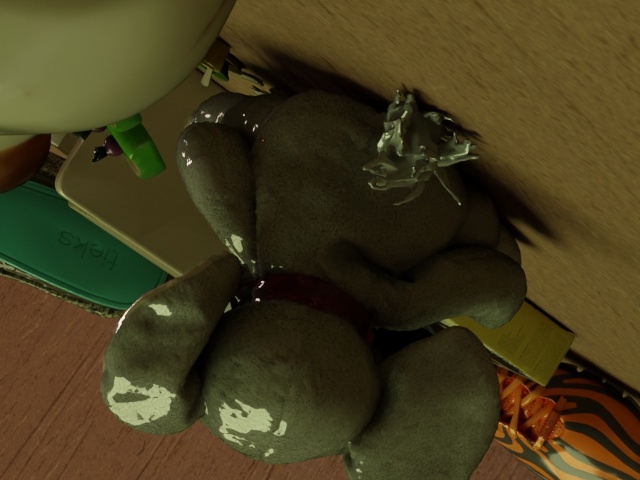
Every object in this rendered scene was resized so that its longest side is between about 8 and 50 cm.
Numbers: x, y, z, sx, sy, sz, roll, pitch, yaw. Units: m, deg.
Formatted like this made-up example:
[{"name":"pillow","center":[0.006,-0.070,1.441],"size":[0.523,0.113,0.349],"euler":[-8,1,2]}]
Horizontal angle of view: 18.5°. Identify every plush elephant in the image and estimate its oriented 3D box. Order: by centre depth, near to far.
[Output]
[{"name":"plush elephant","center":[-0.004,0.045,1.321],"size":[0.272,0.255,0.330],"euler":[27,172,-4]}]

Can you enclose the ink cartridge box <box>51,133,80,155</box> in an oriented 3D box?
[{"name":"ink cartridge box","center":[-0.269,-0.162,1.838],"size":[0.181,0.104,0.061],"euler":[35,174,-29]}]

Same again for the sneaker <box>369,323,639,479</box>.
[{"name":"sneaker","center":[0.166,0.156,1.882],"size":[0.321,0.124,0.180],"euler":[30,-167,23]}]

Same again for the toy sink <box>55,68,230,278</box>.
[{"name":"toy sink","center":[-0.121,-0.055,1.702],"size":[0.234,0.152,0.131],"euler":[34,175,-28]}]

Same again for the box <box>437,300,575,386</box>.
[{"name":"box","center":[0.115,0.043,1.738],"size":[0.232,0.058,0.087],"euler":[36,173,-26]}]

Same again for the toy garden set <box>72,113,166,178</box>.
[{"name":"toy garden set","center":[-0.204,-0.166,1.350],"size":[0.204,0.049,0.244],"euler":[54,173,30]}]

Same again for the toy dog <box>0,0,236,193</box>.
[{"name":"toy dog","center":[-0.173,-0.153,0.814],"size":[0.396,0.284,0.408],"euler":[-4,179,-10]}]

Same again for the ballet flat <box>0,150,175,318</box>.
[{"name":"ballet flat","center":[-0.362,-0.060,1.904],"size":[0.483,0.164,0.182],"euler":[23,-172,-20]}]

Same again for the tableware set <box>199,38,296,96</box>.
[{"name":"tableware set","center":[-0.046,-0.109,1.481],"size":[0.104,0.024,0.154],"euler":[26,171,46]}]
